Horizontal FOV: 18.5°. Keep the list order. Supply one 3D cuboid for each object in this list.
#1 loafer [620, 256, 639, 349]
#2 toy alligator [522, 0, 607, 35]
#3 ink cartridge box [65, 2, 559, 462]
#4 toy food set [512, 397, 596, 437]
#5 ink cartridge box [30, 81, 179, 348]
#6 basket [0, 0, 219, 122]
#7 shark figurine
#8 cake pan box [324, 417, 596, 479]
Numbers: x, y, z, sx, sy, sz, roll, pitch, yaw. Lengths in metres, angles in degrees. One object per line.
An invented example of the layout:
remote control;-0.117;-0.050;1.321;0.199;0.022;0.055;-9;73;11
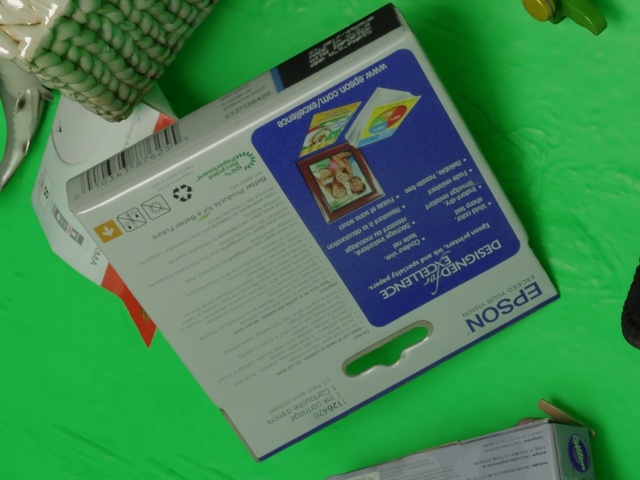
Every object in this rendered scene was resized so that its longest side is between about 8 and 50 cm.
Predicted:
loafer;0.342;0.042;1.445;0.130;0.366;0.134;23;82;-16
toy alligator;0.154;-0.229;1.564;0.190;0.056;0.051;47;162;4
ink cartridge box;0.000;0.000;1.617;0.303;0.072;0.307;-29;127;5
toy food set;0.196;0.191;1.715;0.078;0.019;0.122;32;127;13
ink cartridge box;-0.180;-0.049;1.717;0.189;0.066;0.232;-69;29;27
basket;-0.227;-0.297;1.523;0.328;0.331;0.266;37;92;8
shark figurine;-0.303;-0.153;1.811;0.116;0.166;0.278;39;143;38
cake pan box;0.123;0.300;1.687;0.267;0.070;0.246;-21;67;36
